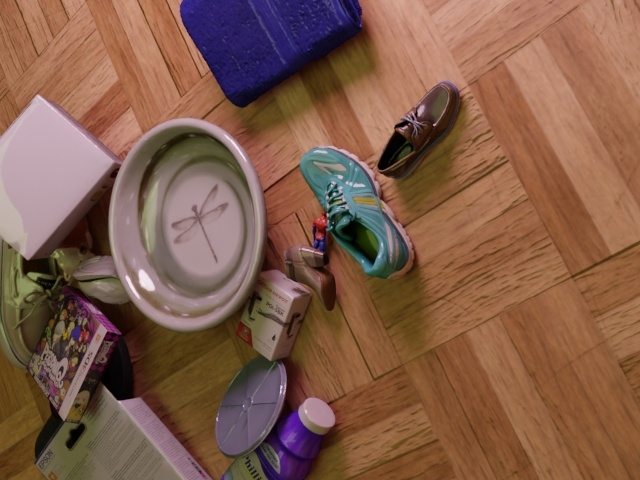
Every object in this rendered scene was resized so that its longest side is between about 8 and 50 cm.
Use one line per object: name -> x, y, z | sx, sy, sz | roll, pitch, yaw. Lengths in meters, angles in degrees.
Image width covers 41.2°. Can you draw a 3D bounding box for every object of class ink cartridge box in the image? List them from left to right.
ink cartridge box -> -0.421, 0.492, 1.799 | 0.330, 0.071, 0.324 | 47, 119, 13
ink cartridge box -> -0.087, 0.135, 1.557 | 0.099, 0.056, 0.135 | 31, 112, 31

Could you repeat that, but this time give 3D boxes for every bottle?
bottle -> -0.076, 0.399, 1.551 | 0.118, 0.092, 0.283 | 52, 121, 24

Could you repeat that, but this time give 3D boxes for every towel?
towel -> -0.087, -0.389, 1.465 | 0.308, 0.076, 0.228 | -26, 96, 37

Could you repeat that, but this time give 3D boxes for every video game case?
video game case -> -0.519, 0.233, 1.781 | 0.232, 0.042, 0.210 | 32, 98, 47

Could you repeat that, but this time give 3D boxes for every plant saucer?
plant saucer -> -0.235, -0.028, 1.617 | 0.400, 0.100, 0.400 | 1, 91, 36

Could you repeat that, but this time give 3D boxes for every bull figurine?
bull figurine -> -0.585, -0.062, 1.852 | 0.101, 0.188, 0.310 | 152, 116, -75

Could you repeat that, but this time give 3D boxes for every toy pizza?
toy pizza -> -0.122, 0.305, 1.563 | 0.201, 0.032, 0.201 | -37, 36, 33

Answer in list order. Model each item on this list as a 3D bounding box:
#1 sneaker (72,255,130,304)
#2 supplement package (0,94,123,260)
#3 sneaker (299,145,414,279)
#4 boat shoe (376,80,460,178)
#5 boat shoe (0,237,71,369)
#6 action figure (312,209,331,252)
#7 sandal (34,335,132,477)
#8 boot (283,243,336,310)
sneaker -> -0.403, 0.087, 1.779 | 0.235, 0.090, 0.095 | 3, 126, 28
supplement package -> -0.561, -0.123, 1.726 | 0.204, 0.145, 0.262 | 41, 90, -1
sneaker -> 0.051, -0.051, 1.407 | 0.107, 0.110, 0.275 | -49, 66, 29
boat shoe -> 0.153, -0.171, 1.347 | 0.066, 0.066, 0.183 | 43, 117, 25
boat shoe -> -0.636, 0.104, 1.925 | 0.156, 0.136, 0.367 | -11, 78, 33
action figure -> 0.000, 0.000, 1.498 | 0.038, 0.030, 0.115 | 19, 112, 29
sandal -> -0.541, 0.383, 1.882 | 0.167, 0.107, 0.446 | 43, 117, 25
boot -> -0.021, 0.064, 1.489 | 0.087, 0.042, 0.118 | 0, 101, 35
